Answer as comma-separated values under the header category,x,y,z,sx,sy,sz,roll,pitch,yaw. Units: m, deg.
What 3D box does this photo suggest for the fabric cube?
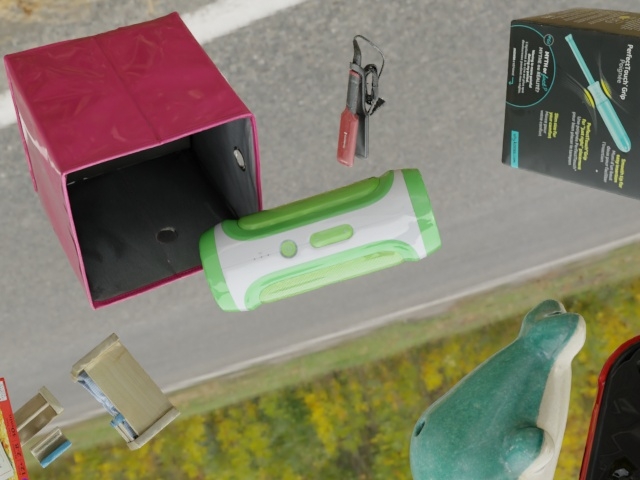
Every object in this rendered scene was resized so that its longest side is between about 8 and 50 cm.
category,x,y,z,sx,sy,sz,roll,pitch,yaw
fabric cube,-0.249,-0.113,1.344,0.259,0.258,0.254,-20,139,-19

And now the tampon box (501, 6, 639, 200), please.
category,x,y,z,sx,sy,sz,roll,pitch,yaw
tampon box,0.236,-0.107,0.758,0.161,0.121,0.101,20,-150,39

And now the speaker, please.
category,x,y,z,sx,sy,sz,roll,pitch,yaw
speaker,0.000,0.000,1.284,0.296,0.131,0.131,-17,167,5

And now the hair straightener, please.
category,x,y,z,sx,sy,sz,roll,pitch,yaw
hair straightener,0.072,-0.246,1.727,0.047,0.231,0.089,24,-145,39

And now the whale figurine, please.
category,x,y,z,sx,sy,sz,roll,pitch,yaw
whale figurine,0.191,0.186,1.087,0.141,0.272,0.216,22,-172,-6

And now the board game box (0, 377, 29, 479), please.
category,x,y,z,sx,sy,sz,roll,pitch,yaw
board game box,-0.378,0.226,1.003,0.045,0.147,0.193,-17,175,17

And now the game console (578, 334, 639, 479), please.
category,x,y,z,sx,sy,sz,roll,pitch,yaw
game console,0.377,0.282,0.829,0.341,0.387,0.060,10,168,21

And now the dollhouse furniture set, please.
category,x,y,z,sx,sy,sz,roll,pitch,yaw
dollhouse furniture set,-0.292,0.229,1.228,0.183,0.129,0.129,-40,179,-20
